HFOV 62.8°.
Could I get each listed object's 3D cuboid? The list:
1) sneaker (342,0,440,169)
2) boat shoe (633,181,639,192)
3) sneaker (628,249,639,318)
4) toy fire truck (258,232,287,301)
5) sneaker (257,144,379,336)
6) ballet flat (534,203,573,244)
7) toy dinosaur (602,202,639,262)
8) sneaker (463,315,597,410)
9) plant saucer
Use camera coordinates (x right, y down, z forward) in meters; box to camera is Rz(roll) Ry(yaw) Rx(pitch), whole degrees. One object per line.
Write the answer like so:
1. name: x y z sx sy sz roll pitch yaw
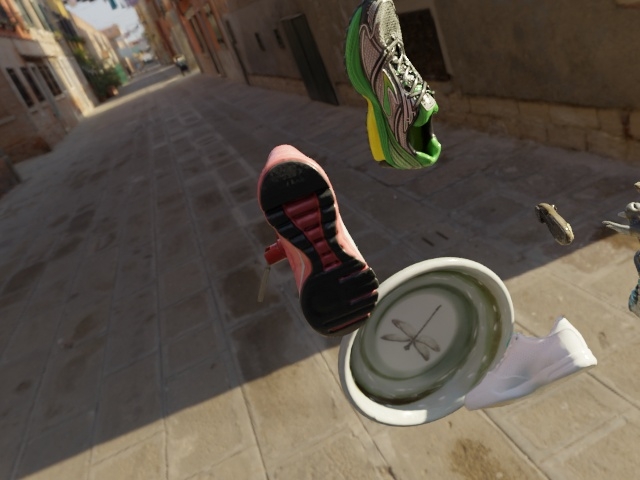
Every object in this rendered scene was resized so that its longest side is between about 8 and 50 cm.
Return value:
1. sneaker: 0.153 -0.293 0.989 0.146 0.343 0.134 15 47 46
2. boat shoe: 0.465 -0.070 0.711 0.135 0.050 0.045 -2 -40 -51
3. sneaker: 0.786 0.138 1.252 0.110 0.282 0.122 -40 21 -20
4. toy fire truck: -0.089 0.034 1.434 0.247 0.158 0.217 -27 6 10
5. sneaker: 0.000 -0.001 0.762 0.116 0.313 0.136 -19 30 1
6. ballet flat: 0.688 -0.056 1.529 0.058 0.084 0.250 -16 17 11
7. toy dinosaur: 0.633 0.028 0.888 0.160 0.121 0.313 -35 21 22
8. sneaker: 0.301 0.190 0.800 0.212 0.080 0.094 -39 56 32
9. plant saucer: 0.214 0.206 1.117 0.401 0.400 0.100 -25 28 -8
